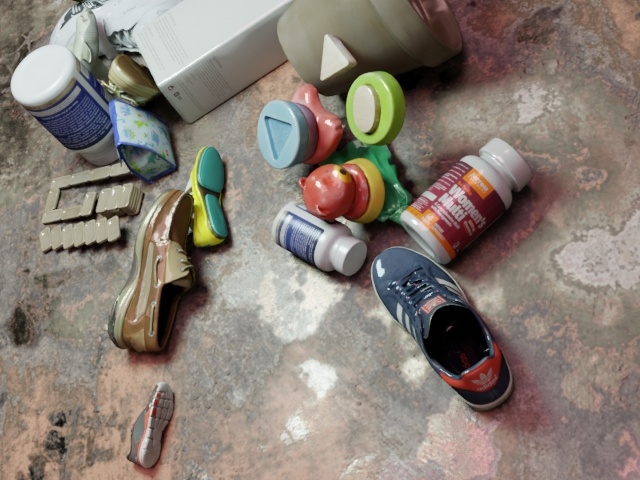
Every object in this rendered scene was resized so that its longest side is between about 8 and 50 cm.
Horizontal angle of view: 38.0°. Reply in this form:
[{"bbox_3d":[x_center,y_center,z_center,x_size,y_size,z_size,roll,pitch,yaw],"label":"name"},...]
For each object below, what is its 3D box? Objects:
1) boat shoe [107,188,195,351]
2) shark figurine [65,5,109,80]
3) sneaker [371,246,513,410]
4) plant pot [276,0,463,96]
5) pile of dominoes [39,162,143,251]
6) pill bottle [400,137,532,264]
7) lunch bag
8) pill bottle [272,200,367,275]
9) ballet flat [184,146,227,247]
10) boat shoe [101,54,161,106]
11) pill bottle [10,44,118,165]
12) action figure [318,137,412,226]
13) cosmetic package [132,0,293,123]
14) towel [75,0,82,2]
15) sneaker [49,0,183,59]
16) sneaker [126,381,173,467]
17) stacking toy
[{"bbox_3d":[-0.298,0.064,1.796,0.120,0.122,0.324,14,81,20],"label":"boat shoe"},{"bbox_3d":[-0.544,-0.368,2.108,0.278,0.116,0.166,-56,48,18],"label":"shark figurine"},{"bbox_3d":[0.189,0.114,1.533,0.131,0.148,0.350,-39,54,-1],"label":"sneaker"},{"bbox_3d":[0.079,-0.432,1.829,0.280,0.323,0.323,-31,53,24],"label":"plant pot"},{"bbox_3d":[-0.501,-0.064,2.020,0.251,0.040,0.196,-9,59,29],"label":"pile of dominoes"},{"bbox_3d":[0.256,-0.071,1.627,0.221,0.121,0.121,-42,54,-3],"label":"pill bottle"},{"bbox_3d":[-0.389,-0.213,1.969,0.096,0.151,0.129,-28,55,15],"label":"lunch bag"},{"bbox_3d":[0.000,0.000,1.714,0.169,0.094,0.094,28,76,34],"label":"pill bottle"},{"bbox_3d":[-0.239,-0.086,1.886,0.077,0.077,0.231,-29,54,29],"label":"ballet flat"},{"bbox_3d":[-0.403,-0.328,1.998,0.089,0.285,0.104,-42,90,5],"label":"boat shoe"},{"bbox_3d":[-0.528,-0.284,2.004,0.153,0.265,0.153,-11,57,18],"label":"pill bottle"},{"bbox_3d":[0.107,-0.102,1.746,0.137,0.063,0.232,-33,50,0],"label":"action figure"},{"bbox_3d":[-0.200,-0.449,2.023,0.365,0.155,0.197,-31,55,3],"label":"cosmetic package"},{"bbox_3d":[-0.530,-0.590,2.229,0.102,0.237,0.021,-20,96,9],"label":"towel"},{"bbox_3d":[-0.458,-0.480,2.163,0.366,0.137,0.210,-27,53,4],"label":"sneaker"},{"bbox_3d":[-0.318,0.330,1.686,0.065,0.061,0.158,-1,61,30],"label":"sneaker"},{"bbox_3d":[0.001,-0.203,1.681,0.309,0.130,0.279,47,130,35],"label":"stacking toy"}]
